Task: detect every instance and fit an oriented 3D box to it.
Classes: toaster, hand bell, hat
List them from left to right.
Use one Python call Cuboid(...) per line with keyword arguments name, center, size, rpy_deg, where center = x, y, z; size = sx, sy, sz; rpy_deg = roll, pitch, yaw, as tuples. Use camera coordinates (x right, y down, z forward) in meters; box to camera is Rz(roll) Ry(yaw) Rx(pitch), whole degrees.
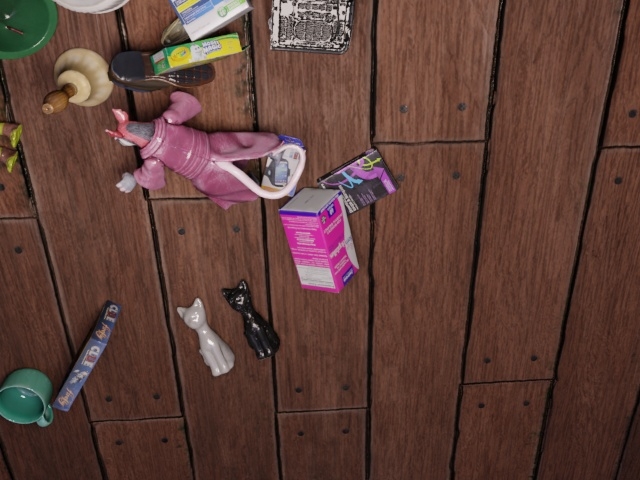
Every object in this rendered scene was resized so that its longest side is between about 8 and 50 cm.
Cuboid(name="hat", center=(-0.666, -0.480, 1.277), size=(0.208, 0.183, 0.173), rpy_deg=(-20, 143, -42))
Cuboid(name="hand bell", center=(-0.500, -0.292, 1.265), size=(0.126, 0.242, 0.126), rpy_deg=(-2, 118, -3))
Cuboid(name="toaster", center=(-0.011, -0.467, 1.274), size=(0.185, 0.110, 0.168), rpy_deg=(2, 119, -4))

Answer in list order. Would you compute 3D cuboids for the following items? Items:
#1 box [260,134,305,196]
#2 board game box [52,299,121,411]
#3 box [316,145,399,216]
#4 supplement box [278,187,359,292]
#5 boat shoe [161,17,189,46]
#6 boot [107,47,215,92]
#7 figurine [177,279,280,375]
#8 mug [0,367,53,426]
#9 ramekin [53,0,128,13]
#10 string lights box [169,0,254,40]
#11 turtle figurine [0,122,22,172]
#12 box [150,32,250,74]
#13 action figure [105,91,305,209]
Cuboid(name="box", center=(-0.085, -0.173, 1.474), size=(0.081, 0.028, 0.136), rpy_deg=(12, 119, -9))
Cuboid(name="board game box", center=(-0.589, 0.291, 1.615), size=(0.042, 0.165, 0.243), rpy_deg=(28, 114, -17))
Cuboid(name="box", center=(0.087, -0.132, 1.504), size=(0.162, 0.029, 0.116), rpy_deg=(-28, 116, 14))
Cuboid(name="supplement box", center=(0.000, 0.000, 1.503), size=(0.113, 0.111, 0.220), rpy_deg=(6, 125, 32))
Cuboid(name="boat shoe", center=(-0.262, -0.449, 1.304), size=(0.153, 0.048, 0.056), rpy_deg=(-31, 116, 13))
Cuboid(name="boot", center=(-0.339, -0.355, 1.345), size=(0.219, 0.106, 0.082), rpy_deg=(-3, 94, -31))
Cuboid(name="figurine", center=(-0.243, 0.222, 1.652), size=(0.214, 0.092, 0.210), rpy_deg=(-21, 109, 9))
Cuboid(name="mug", center=(-0.785, 0.417, 1.709), size=(0.129, 0.097, 0.158), rpy_deg=(3, 119, -6))
Cuboid(name="ramekin", center=(-0.450, -0.533, 1.214), size=(0.207, 0.109, 0.207), rpy_deg=(-1, 119, -2))
Cuboid(name="string lights box", center=(-0.252, -0.530, 1.218), size=(0.133, 0.077, 0.260), rpy_deg=(-28, 105, 10))
Cuboid(name="turtle figurine", center=(-0.772, -0.217, 1.378), size=(0.217, 0.087, 0.270), rpy_deg=(15, 108, -19))
Cuboid(name="box", center=(-0.238, -0.376, 1.280), size=(0.179, 0.105, 0.043), rpy_deg=(-21, 105, -29))
Cuboid(name="action figure", center=(-0.265, -0.165, 1.322), size=(0.370, 0.275, 0.248), rpy_deg=(15, 101, -41))
